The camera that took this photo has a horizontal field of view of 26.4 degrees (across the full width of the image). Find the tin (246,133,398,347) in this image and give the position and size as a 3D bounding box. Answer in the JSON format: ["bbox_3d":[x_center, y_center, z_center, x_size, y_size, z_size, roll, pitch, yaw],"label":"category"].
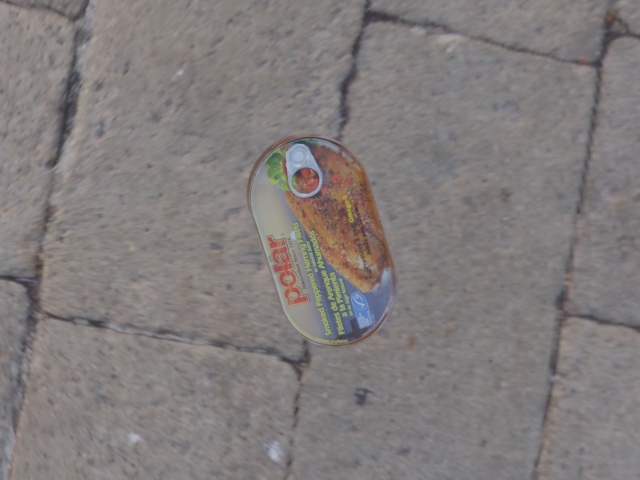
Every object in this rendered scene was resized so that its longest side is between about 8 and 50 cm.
[{"bbox_3d":[0.000,0.000,1.178,0.106,0.040,0.190,-19,104,-11],"label":"tin"}]
